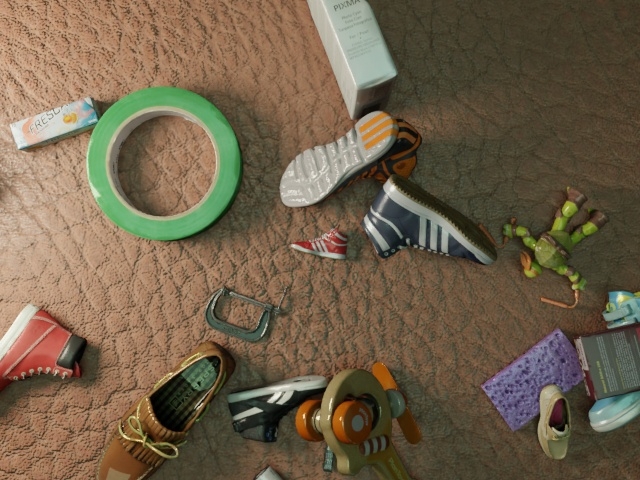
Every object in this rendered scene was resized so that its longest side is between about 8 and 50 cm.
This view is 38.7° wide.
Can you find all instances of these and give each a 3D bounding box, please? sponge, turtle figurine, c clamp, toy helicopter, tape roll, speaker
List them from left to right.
[{"bbox_3d":[-0.325,-0.159,1.919,0.321,0.077,0.321,0,88,0],"label":"tape roll"},{"bbox_3d":[-0.162,0.143,1.940,0.161,0.022,0.137,14,94,-1],"label":"c clamp"},{"bbox_3d":[-0.080,0.539,1.910,0.055,0.055,0.136,-42,89,-1],"label":"speaker"},{"bbox_3d":[0.124,0.412,1.870,0.235,0.140,0.355,-44,112,-38],"label":"toy helicopter"},{"bbox_3d":[0.455,0.294,1.925,0.210,0.031,0.117,-37,89,-1],"label":"sponge"},{"bbox_3d":[0.483,-0.004,1.904,0.269,0.087,0.217,40,89,1],"label":"turtle figurine"}]

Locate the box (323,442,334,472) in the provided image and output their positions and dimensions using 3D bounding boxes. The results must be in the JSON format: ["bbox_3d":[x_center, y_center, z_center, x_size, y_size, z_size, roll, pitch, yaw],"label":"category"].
[{"bbox_3d":[0.019,0.437,1.906,0.018,0.067,0.083,7,88,0],"label":"box"}]

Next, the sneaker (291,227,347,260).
[{"bbox_3d":[0.000,0.000,1.929,0.118,0.042,0.067,11,92,-7],"label":"sneaker"}]

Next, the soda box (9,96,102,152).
[{"bbox_3d":[-0.556,-0.245,1.929,0.183,0.063,0.058,-20,89,0],"label":"soda box"}]

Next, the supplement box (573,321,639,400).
[{"bbox_3d":[0.633,0.224,1.785,0.239,0.073,0.130,-12,82,2],"label":"supplement box"}]

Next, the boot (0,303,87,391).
[{"bbox_3d":[-0.605,0.280,1.907,0.176,0.088,0.244,35,85,0],"label":"boot"}]

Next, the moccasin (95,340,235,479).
[{"bbox_3d":[-0.320,0.372,1.869,0.380,0.147,0.139,-43,89,-1],"label":"moccasin"}]

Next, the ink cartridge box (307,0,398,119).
[{"bbox_3d":[0.039,-0.454,1.810,0.091,0.308,0.385,-19,87,0],"label":"ink cartridge box"}]

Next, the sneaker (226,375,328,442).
[{"bbox_3d":[-0.080,0.358,1.909,0.217,0.079,0.121,-11,92,8],"label":"sneaker"}]

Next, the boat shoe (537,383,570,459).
[{"bbox_3d":[0.489,0.386,1.890,0.063,0.059,0.170,-13,107,-8],"label":"boat shoe"}]

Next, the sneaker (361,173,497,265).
[{"bbox_3d":[0.218,-0.003,1.890,0.282,0.099,0.153,34,115,-9],"label":"sneaker"}]

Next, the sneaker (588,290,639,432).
[{"bbox_3d":[0.625,0.227,1.882,0.319,0.127,0.208,-43,91,-10],"label":"sneaker"}]

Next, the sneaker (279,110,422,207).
[{"bbox_3d":[0.076,-0.142,1.895,0.321,0.180,0.124,-26,64,32],"label":"sneaker"}]
